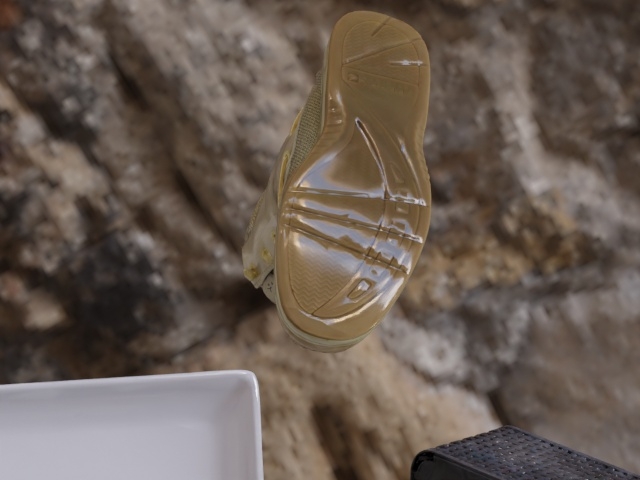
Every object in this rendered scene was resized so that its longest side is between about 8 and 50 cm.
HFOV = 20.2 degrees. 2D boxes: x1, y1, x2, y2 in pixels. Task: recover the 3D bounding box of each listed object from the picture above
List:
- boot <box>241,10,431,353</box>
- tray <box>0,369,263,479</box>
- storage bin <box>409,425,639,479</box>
[{"bbox_3d":[0.000,0.000,1.219,0.095,0.203,0.262,15,53,-10],"label":"boot"},{"bbox_3d":[-0.166,0.155,1.042,0.030,0.270,0.145,88,-2,-85],"label":"tray"},{"bbox_3d":[0.148,0.209,1.205,0.084,0.180,0.122,-11,109,-40],"label":"storage bin"}]
